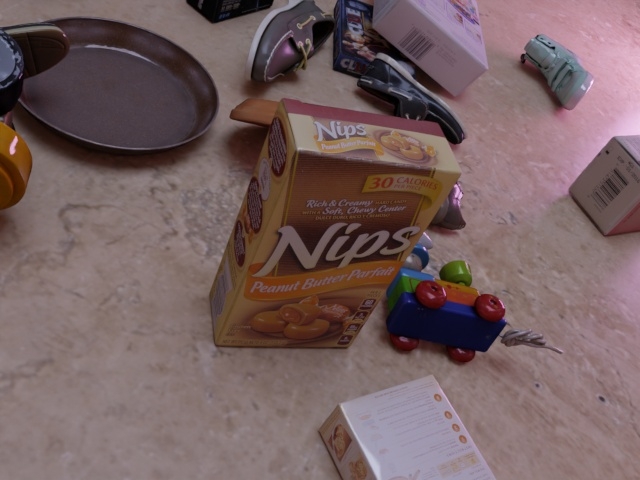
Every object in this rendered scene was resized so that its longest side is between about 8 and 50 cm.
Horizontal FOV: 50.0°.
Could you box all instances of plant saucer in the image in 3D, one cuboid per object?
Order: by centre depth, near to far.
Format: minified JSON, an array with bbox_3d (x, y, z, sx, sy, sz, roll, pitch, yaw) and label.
[{"bbox_3d":[-0.309,-0.228,1.034,0.310,0.050,0.311,14,45,-15],"label":"plant saucer"},{"bbox_3d":[-0.039,-0.186,1.056,0.199,0.037,0.200,11,7,-1],"label":"plant saucer"}]

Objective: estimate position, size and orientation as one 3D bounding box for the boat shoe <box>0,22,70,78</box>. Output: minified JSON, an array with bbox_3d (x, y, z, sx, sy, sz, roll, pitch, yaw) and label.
[{"bbox_3d":[-0.449,-0.248,0.902,0.223,0.080,0.073,-23,62,-13],"label":"boat shoe"}]

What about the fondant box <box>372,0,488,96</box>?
[{"bbox_3d":[0.233,-0.487,1.471,0.238,0.096,0.330,34,39,-22],"label":"fondant box"}]

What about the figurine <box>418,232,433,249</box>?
[{"bbox_3d":[0.056,-0.062,1.040,0.209,0.092,0.215,1,50,-32],"label":"figurine"}]

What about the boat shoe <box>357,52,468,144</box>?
[{"bbox_3d":[0.175,-0.252,1.301,0.233,0.084,0.079,39,82,1],"label":"boat shoe"}]

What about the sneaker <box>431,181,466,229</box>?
[{"bbox_3d":[0.204,-0.092,1.168,0.071,0.066,0.188,26,45,-27],"label":"sneaker"}]

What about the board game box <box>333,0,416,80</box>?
[{"bbox_3d":[0.109,-0.412,1.427,0.165,0.042,0.243,15,44,-14],"label":"board game box"}]

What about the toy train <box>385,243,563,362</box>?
[{"bbox_3d":[0.208,0.087,0.963,0.247,0.105,0.143,13,38,-16],"label":"toy train"}]

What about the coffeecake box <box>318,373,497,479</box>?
[{"bbox_3d":[0.106,0.259,0.766,0.142,0.068,0.186,-8,54,-33],"label":"coffeecake box"}]

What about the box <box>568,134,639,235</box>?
[{"bbox_3d":[0.628,-0.110,1.327,0.232,0.149,0.127,-7,53,-31],"label":"box"}]

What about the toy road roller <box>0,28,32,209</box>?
[{"bbox_3d":[-0.478,-0.109,0.715,0.329,0.202,0.241,14,60,-21],"label":"toy road roller"}]

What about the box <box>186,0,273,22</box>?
[{"bbox_3d":[-0.154,-0.515,1.315,0.077,0.147,0.180,41,44,14],"label":"box"}]

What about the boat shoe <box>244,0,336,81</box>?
[{"bbox_3d":[-0.051,-0.363,1.250,0.091,0.109,0.305,24,39,3],"label":"boat shoe"}]

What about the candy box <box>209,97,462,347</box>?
[{"bbox_3d":[0.000,0.000,0.777,0.182,0.316,0.088,4,47,-23],"label":"candy box"}]

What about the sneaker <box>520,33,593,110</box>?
[{"bbox_3d":[0.535,-0.395,1.588,0.151,0.094,0.256,28,33,-8],"label":"sneaker"}]
